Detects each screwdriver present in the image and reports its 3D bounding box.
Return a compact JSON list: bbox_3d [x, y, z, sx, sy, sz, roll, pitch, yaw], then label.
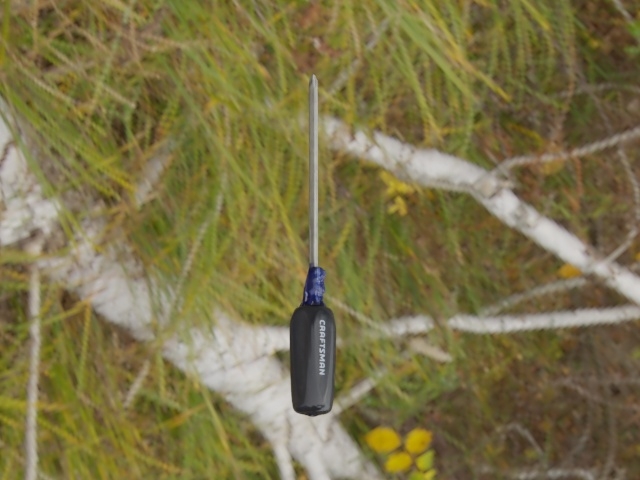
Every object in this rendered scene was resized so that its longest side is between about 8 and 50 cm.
[{"bbox_3d":[0.000,0.000,0.655,0.025,0.170,0.024,3,165,5],"label":"screwdriver"}]
